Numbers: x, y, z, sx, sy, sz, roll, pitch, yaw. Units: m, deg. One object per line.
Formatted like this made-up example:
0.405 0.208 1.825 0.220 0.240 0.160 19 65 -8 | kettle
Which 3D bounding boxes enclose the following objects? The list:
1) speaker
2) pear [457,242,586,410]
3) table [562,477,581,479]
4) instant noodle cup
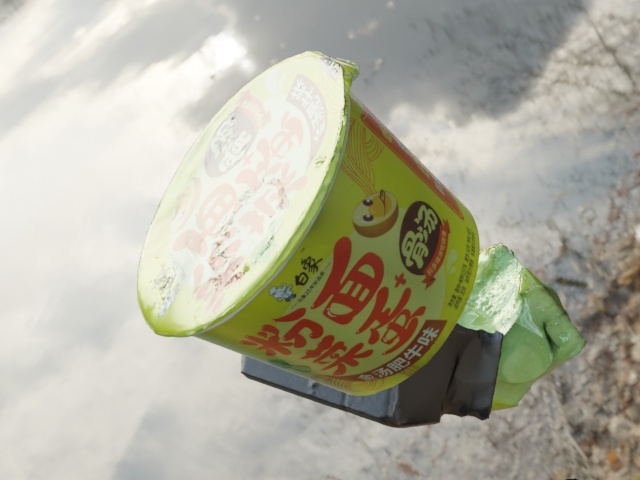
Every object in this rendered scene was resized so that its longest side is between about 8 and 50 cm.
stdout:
0.071 0.174 1.864 0.388 0.184 0.180 14 95 40 | speaker
0.277 0.157 2.033 0.282 0.176 0.286 -42 26 6 | pear
0.340 0.402 1.667 0.133 0.043 0.133 -45 10 10 | table
0.000 0.000 1.149 0.311 0.221 0.311 -35 37 33 | instant noodle cup
